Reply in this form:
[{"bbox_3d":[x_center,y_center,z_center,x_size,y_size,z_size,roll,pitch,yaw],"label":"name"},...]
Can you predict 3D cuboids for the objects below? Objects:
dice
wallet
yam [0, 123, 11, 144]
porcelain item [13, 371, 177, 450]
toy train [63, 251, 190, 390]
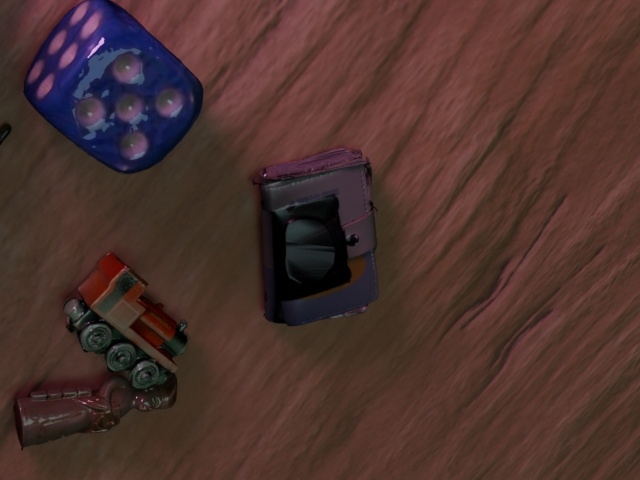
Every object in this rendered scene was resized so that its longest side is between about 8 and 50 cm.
[{"bbox_3d":[-0.224,-0.168,1.168,0.143,0.146,0.146,-51,127,3],"label":"dice"},{"bbox_3d":[0.000,0.000,1.431,0.170,0.069,0.231,-12,120,-17],"label":"wallet"},{"bbox_3d":[-0.383,-0.089,1.208,0.107,0.014,0.014,-48,127,1],"label":"yam"},{"bbox_3d":[-0.286,0.217,1.404,0.213,0.054,0.084,-8,133,-25],"label":"porcelain item"},{"bbox_3d":[-0.238,0.109,1.362,0.118,0.074,0.176,-47,125,-2],"label":"toy train"}]
